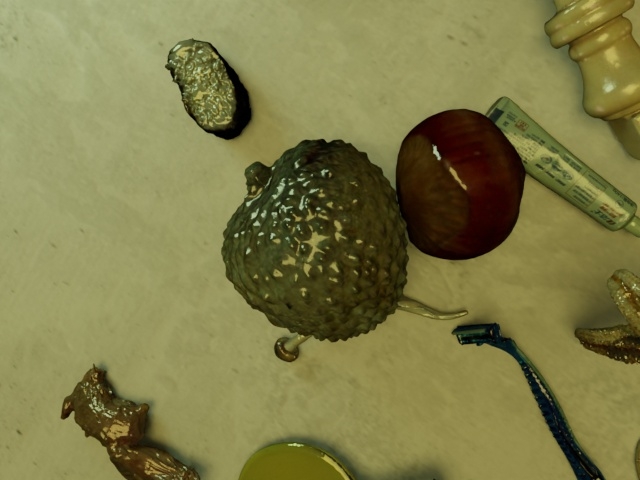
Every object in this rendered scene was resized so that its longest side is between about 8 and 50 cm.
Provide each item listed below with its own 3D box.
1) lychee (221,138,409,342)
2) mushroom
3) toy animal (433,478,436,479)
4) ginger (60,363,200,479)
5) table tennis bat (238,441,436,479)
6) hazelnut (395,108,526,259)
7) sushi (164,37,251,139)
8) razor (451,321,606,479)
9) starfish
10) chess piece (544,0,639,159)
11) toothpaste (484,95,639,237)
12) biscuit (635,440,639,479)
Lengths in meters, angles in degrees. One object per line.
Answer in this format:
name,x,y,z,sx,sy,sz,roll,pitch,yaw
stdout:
lychee,0.000,0.000,0.700,0.274,0.255,0.255,38,102,-16
mushroom,0.067,0.123,0.802,0.306,0.043,0.068,-19,109,12
toy animal,0.263,0.428,0.774,0.202,0.070,0.105,8,78,15
ginger,-0.318,0.343,0.889,0.290,0.084,0.122,42,80,9
table tennis bat,0.025,0.418,0.816,0.368,0.054,0.224,-17,89,22
hazelnut,0.184,-0.066,0.710,0.170,0.161,0.202,12,135,22
sushi,-0.166,-0.230,0.793,0.090,0.078,0.150,-30,88,7
razor,0.325,0.243,0.752,0.056,0.093,0.324,-37,91,-23
starfish,0.462,0.119,0.595,0.311,0.303,0.113,14,72,32
chess piece,0.339,-0.282,0.660,0.117,0.117,0.397,-27,96,13
toothpaste,0.334,-0.094,0.718,0.268,0.047,0.069,40,121,8
biscuit,0.524,0.320,0.731,0.151,0.020,0.152,1,95,12
